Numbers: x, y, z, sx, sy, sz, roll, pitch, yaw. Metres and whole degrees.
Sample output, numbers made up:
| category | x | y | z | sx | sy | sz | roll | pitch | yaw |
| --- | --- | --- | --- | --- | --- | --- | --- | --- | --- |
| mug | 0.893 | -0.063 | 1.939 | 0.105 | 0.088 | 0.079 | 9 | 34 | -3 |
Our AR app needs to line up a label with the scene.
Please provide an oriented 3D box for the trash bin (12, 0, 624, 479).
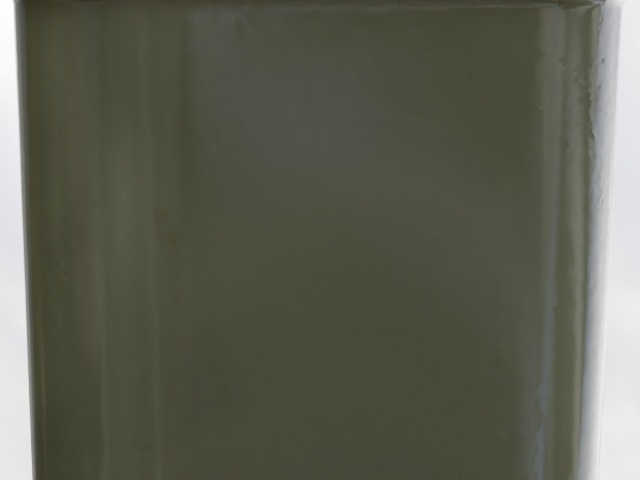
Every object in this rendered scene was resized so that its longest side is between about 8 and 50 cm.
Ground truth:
| category | x | y | z | sx | sy | sz | roll | pitch | yaw |
| --- | --- | --- | --- | --- | --- | --- | --- | --- | --- |
| trash bin | 0.000 | 0.000 | 0.720 | 0.121 | 0.243 | 0.247 | -159 | -111 | -74 |
